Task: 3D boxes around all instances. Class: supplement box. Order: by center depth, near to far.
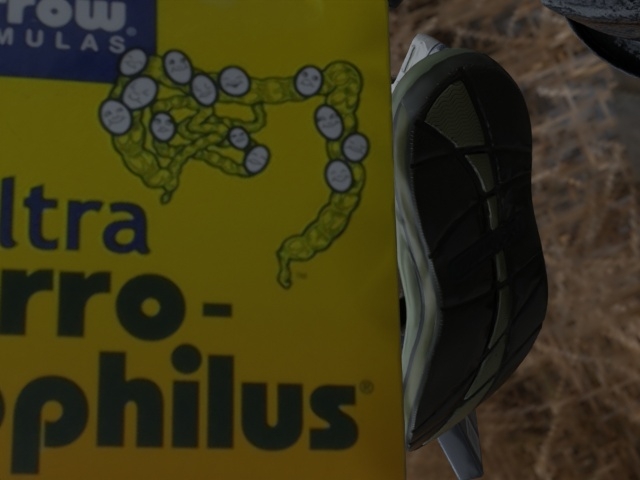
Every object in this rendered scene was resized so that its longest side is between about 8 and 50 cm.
[{"bbox_3d":[-0.105,0.046,0.635,0.356,0.194,0.195,126,144,-67],"label":"supplement box"}]

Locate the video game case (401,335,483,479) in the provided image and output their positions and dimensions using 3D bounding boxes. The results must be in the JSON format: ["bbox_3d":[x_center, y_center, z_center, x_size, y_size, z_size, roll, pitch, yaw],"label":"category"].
[{"bbox_3d":[0.085,0.029,1.191,0.196,0.026,0.274,62,-162,-47],"label":"video game case"}]

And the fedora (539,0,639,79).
[{"bbox_3d":[0.310,-0.290,1.371,0.334,0.152,0.334,17,115,42],"label":"fedora"}]

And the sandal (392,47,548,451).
[{"bbox_3d":[0.076,0.005,0.920,0.086,0.120,0.303,34,141,40],"label":"sandal"}]

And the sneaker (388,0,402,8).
[{"bbox_3d":[0.068,-0.300,1.197,0.151,0.094,0.256,-76,8,-47],"label":"sneaker"}]

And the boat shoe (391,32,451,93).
[{"bbox_3d":[0.065,-0.111,1.111,0.035,0.035,0.100,39,126,26],"label":"boat shoe"}]
